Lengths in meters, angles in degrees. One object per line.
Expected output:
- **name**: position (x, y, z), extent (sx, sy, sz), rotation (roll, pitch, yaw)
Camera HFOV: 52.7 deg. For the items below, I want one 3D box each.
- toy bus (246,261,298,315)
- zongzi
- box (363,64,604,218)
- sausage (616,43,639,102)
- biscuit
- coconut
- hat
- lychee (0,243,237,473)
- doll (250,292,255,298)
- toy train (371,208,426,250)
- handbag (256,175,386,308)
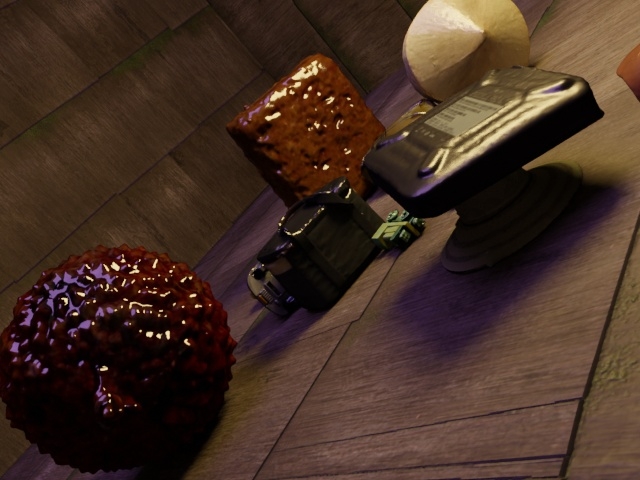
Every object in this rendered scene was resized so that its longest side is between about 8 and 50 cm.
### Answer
- **toy bus**: position (-0.070, 0.067, 1.456), extent (0.209, 0.126, 0.136), rotation (-46, 4, -17)
- **zongzi**: position (0.197, -0.197, 1.531), extent (0.260, 0.123, 0.289), rotation (-42, 16, 25)
- **box**: position (0.211, -0.150, 0.928), extent (0.288, 0.073, 0.290), rotation (-31, 21, 1)
- **sausage**: position (0.507, -0.252, 0.744), extent (0.304, 0.121, 0.121), rotation (-35, 14, 35)
- **biscuit**: position (-0.010, -0.262, 1.733), extent (0.342, 0.395, 0.166), rotation (-45, 15, -17)
- **coconut**: position (0.350, -0.459, 1.560), extent (0.328, 0.329, 0.329), rotation (-40, 13, 11)
- **hat**: position (0.250, -0.073, 0.965), extent (0.252, 0.110, 0.252), rotation (-39, 13, 10)
- **lychee**: position (-0.367, 0.218, 1.181), extent (0.424, 0.425, 0.500), rotation (-42, 14, 4)
- **doll**: position (-0.121, 0.089, 1.669), extent (0.106, 0.062, 0.162), rotation (-25, 20, 42)
- **toy train**: position (0.149, -0.021, 1.239), extent (0.081, 0.050, 0.122), rotation (-50, 14, -13)
- **handbag**: position (0.000, 0.000, 1.316), extent (0.254, 0.181, 0.181), rotation (-46, 14, -21)
